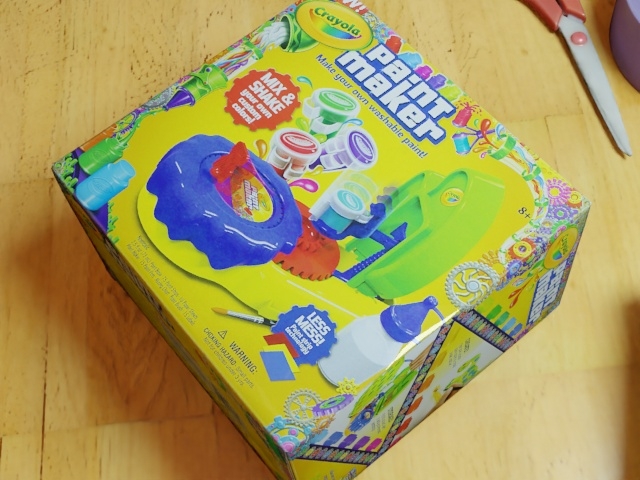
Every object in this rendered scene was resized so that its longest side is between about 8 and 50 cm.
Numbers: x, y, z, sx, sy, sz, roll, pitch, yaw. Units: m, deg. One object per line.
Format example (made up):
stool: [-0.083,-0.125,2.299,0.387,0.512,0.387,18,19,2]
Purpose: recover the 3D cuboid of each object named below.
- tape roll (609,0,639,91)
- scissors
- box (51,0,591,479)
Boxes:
tape roll: [0.368,-0.210,0.924,0.189,0.080,0.189,-3,62,5]
scissors: [0.251,-0.210,0.968,0.109,0.021,0.297,-25,61,-10]
box: [0.000,0.000,0.792,0.279,0.177,0.290,-37,65,-15]
